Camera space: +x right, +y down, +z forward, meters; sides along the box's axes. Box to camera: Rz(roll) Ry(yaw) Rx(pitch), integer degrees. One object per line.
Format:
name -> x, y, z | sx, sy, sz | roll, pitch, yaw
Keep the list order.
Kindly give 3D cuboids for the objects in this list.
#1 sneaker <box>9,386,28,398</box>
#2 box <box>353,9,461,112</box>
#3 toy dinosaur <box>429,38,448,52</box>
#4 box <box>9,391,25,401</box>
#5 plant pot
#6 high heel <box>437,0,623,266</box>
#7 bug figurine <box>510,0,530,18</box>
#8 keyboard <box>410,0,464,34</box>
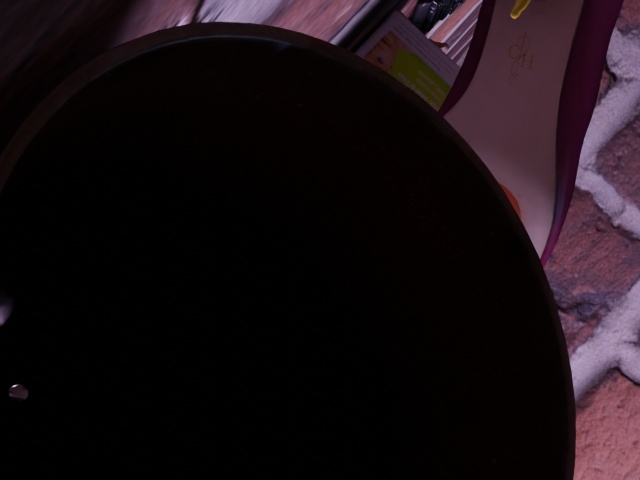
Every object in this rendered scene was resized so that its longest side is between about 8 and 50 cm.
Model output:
sneaker -> -0.081, 0.009, 0.691 | 0.188, 0.066, 0.071 | -47, 178, -45
box -> 0.024, -0.060, 1.096 | 0.203, 0.114, 0.103 | -46, 178, -16
toy dinosaur -> 0.074, -0.152, 1.632 | 0.211, 0.064, 0.112 | -57, 158, 17
box -> -0.185, 0.157, 0.797 | 0.094, 0.113, 0.275 | -48, 180, 9
plant pot -> -0.067, 0.067, 0.499 | 0.230, 0.215, 0.215 | -26, -163, 51
high heel -> 0.166, -0.119, 1.007 | 0.181, 0.127, 0.377 | -36, 144, -43
bug figurine -> 0.148, -0.240, 0.620 | 0.279, 0.072, 0.216 | -54, -179, 38
keyboard -> 0.124, -0.231, 1.278 | 0.108, 0.023, 0.180 | -48, 180, -2
